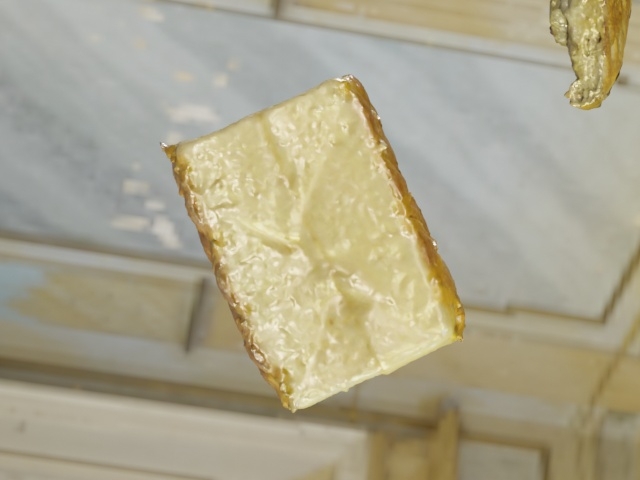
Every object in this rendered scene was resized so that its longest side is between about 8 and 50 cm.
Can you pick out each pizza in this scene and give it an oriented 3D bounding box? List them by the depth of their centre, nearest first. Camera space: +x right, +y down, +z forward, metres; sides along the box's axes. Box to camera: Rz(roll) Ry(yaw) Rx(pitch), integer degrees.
[{"bbox_3d":[0.318,-0.301,2.301,0.323,0.089,0.223,-69,152,-50],"label":"pizza"}]

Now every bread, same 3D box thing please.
[{"bbox_3d":[0.000,0.000,1.875,0.279,0.207,0.279,72,-4,-88],"label":"bread"}]
